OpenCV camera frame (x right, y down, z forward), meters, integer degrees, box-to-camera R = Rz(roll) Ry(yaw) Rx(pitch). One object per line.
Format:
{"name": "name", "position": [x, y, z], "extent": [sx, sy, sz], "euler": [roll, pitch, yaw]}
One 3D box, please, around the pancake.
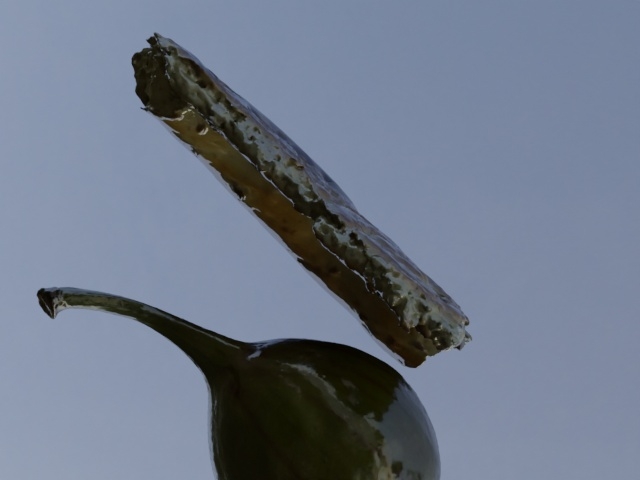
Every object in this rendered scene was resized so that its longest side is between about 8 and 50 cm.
{"name": "pancake", "position": [0.000, 0.000, 0.715], "extent": [0.057, 0.266, 0.244], "euler": [-46, -155, 4]}

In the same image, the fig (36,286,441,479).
{"name": "fig", "position": [-0.046, 0.086, 0.683], "extent": [0.236, 0.124, 0.124], "euler": [34, -58, 0]}
